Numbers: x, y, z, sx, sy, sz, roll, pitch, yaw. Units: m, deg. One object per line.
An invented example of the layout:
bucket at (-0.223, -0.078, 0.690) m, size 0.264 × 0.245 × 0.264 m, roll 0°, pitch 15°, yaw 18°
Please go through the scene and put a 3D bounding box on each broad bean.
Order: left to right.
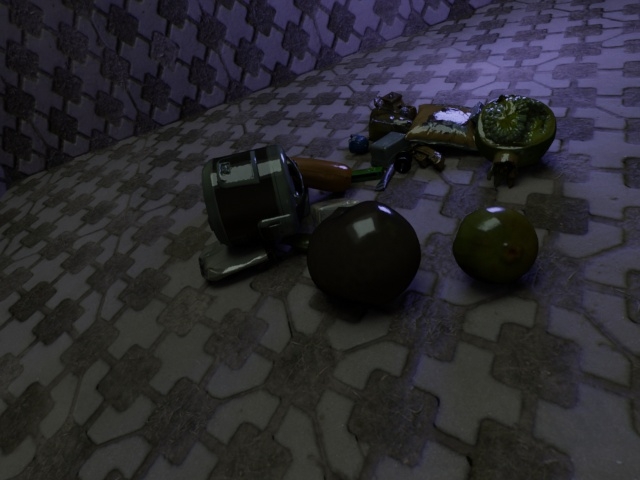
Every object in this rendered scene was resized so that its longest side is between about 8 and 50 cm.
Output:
broad bean at (0.002, 0.007, 1.695) m, size 0.325 × 0.067 × 0.075 m, roll 1°, pitch 63°, yaw 25°

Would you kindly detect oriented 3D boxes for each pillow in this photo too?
pillow at (0.511, -0.459, 2.022) m, size 0.310 × 0.119 × 0.312 m, roll 10°, pitch 40°, yaw 20°

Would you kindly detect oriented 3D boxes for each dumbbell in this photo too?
dumbbell at (0.321, -0.305, 1.969) m, size 0.069 × 0.069 × 0.147 m, roll -6°, pitch 35°, yaw 21°

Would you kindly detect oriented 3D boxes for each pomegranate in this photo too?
pomegranate at (0.645, -0.338, 1.710) m, size 0.260 × 0.260 × 0.340 m, roll 12°, pitch 73°, yaw 40°

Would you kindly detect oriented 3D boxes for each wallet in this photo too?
wallet at (-0.299, 0.047, 1.799) m, size 0.275 × 0.068 × 0.335 m, roll -21°, pitch 26°, yaw -8°

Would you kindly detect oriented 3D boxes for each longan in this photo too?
longan at (0.109, 0.039, 1.403) m, size 0.350 × 0.288 × 0.288 m, roll -5°, pitch 34°, yaw 42°

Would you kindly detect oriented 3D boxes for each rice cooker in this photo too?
rice cooker at (-0.214, -0.152, 1.720) m, size 0.325 × 0.335 × 0.335 m, roll -12°, pitch 33°, yaw -1°

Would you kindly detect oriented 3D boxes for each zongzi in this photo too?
zongzi at (0.357, -0.510, 2.232) m, size 0.289 × 0.123 × 0.260 m, roll 4°, pitch 30°, yaw 7°

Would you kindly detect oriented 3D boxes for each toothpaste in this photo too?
toothpaste at (0.256, -0.246, 1.958) m, size 0.045 × 0.028 × 0.170 m, roll -3°, pitch 39°, yaw 36°

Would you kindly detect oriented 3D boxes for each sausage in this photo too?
sausage at (-0.059, -0.260, 1.936) m, size 0.354 × 0.116 × 0.134 m, roll 7°, pitch 3°, yaw -11°

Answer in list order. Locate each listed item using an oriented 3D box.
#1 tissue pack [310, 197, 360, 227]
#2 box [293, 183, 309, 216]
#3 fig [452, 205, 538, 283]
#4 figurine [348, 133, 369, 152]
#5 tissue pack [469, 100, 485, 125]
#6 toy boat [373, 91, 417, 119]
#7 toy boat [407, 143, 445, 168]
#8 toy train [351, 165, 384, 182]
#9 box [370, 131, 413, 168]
tissue pack at (0.052, -0.090, 1.710) m, size 0.148 × 0.092 × 0.196 m, roll -12°, pitch 10°, yaw -8°
box at (-0.228, -0.192, 2.045) m, size 0.373 × 0.090 × 0.367 m, roll -10°, pitch 34°, yaw 2°
fig at (0.439, 0.014, 1.320) m, size 0.207 × 0.207 × 0.230 m, roll -35°, pitch 12°, yaw -22°
figurine at (0.163, -0.431, 2.248) m, size 0.087 × 0.086 × 0.149 m, roll 19°, pitch 17°, yaw -13°
tissue pack at (0.641, -0.446, 1.931) m, size 0.051 × 0.156 × 0.112 m, roll -39°, pitch 16°, yaw 41°
toy boat at (0.345, -0.642, 2.410) m, size 0.089 × 0.121 × 0.321 m, roll -32°, pitch 34°, yaw -8°
toy boat at (0.405, -0.321, 1.960) m, size 0.072 × 0.064 × 0.206 m, roll -44°, pitch 33°, yaw -2°
toy train at (0.149, -0.262, 2.023) m, size 0.209 × 0.042 × 0.044 m, roll -5°, pitch 35°, yaw 22°
box at (0.287, -0.373, 2.066) m, size 0.172 × 0.093 × 0.124 m, roll -35°, pitch 35°, yaw -23°
